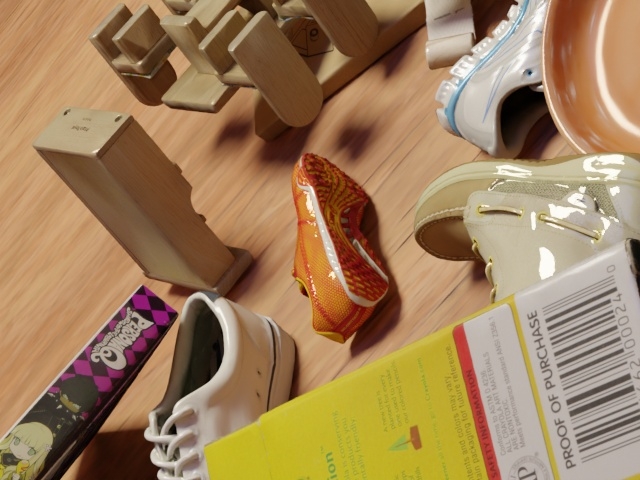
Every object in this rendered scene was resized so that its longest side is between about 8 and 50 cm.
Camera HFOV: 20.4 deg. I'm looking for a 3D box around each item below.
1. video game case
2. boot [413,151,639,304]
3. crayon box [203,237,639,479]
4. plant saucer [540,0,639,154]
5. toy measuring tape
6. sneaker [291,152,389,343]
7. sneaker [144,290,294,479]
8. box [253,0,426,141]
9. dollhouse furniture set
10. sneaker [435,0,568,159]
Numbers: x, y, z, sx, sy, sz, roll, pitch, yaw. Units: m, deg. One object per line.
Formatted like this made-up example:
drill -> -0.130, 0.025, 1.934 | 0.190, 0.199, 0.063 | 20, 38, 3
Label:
video game case -> -0.206, 0.158, 1.285 | 0.210, 0.042, 0.232 | -50, -1, -35
boot -> 0.116, 0.037, 1.069 | 0.213, 0.077, 0.165 | -6, 60, 51
crayon box -> 0.083, 0.151, 0.941 | 0.318, 0.081, 0.202 | -28, 65, 38
plant saucer -> 0.217, -0.132, 1.073 | 0.200, 0.037, 0.200 | -17, 67, 47
toy measuring tape -> 0.082, -0.278, 1.344 | 0.121, 0.121, 0.330 | -33, 39, 33
sneaker -> 0.000, 0.000, 1.272 | 0.067, 0.064, 0.175 | -51, 28, 29
sneaker -> -0.080, 0.151, 1.216 | 0.094, 0.091, 0.258 | -32, 39, 34
box -> 0.019, -0.192, 1.453 | 0.201, 0.021, 0.164 | -35, 38, 30
dollhouse furniture set -> -0.081, -0.103, 1.413 | 0.212, 0.161, 0.242 | 11, 56, 51
sneaker -> 0.158, -0.133, 1.178 | 0.191, 0.071, 0.083 | -58, 37, 14
